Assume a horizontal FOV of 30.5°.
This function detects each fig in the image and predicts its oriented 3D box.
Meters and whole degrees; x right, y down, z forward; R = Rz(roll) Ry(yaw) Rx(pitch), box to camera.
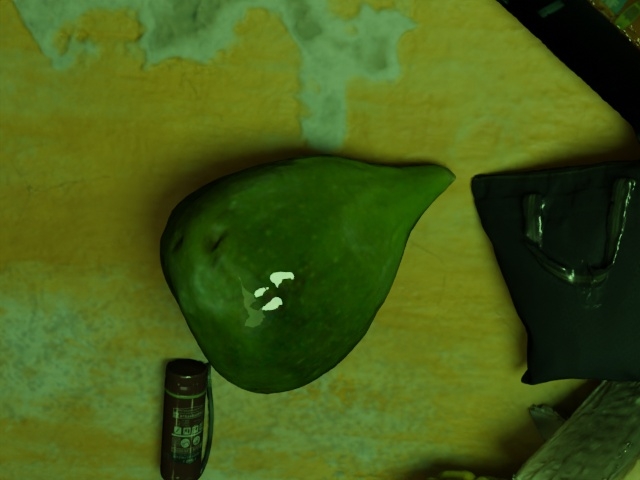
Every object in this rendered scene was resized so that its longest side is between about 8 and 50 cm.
[{"bbox_3d":[0.000,0.000,1.030,0.275,0.206,0.206,-28,107,-5],"label":"fig"}]

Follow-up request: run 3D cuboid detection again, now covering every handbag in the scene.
[{"bbox_3d":[0.251,0.026,1.001,0.254,0.088,0.211,-6,103,46],"label":"handbag"}]

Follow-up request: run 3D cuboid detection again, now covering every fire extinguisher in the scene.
[{"bbox_3d":[-0.139,0.197,1.195,0.064,0.043,0.158,-11,119,-34],"label":"fire extinguisher"}]

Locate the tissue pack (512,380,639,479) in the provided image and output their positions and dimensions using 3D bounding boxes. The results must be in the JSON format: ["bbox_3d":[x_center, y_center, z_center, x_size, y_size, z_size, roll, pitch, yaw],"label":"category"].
[{"bbox_3d":[0.328,0.275,1.083,0.238,0.238,0.305,-32,101,18],"label":"tissue pack"}]

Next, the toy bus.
[{"bbox_3d":[0.222,-0.189,0.950,0.409,0.093,0.092,41,71,-10],"label":"toy bus"}]

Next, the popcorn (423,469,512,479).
[{"bbox_3d":[0.156,0.306,1.146,0.197,0.156,0.198,7,133,8],"label":"popcorn"}]
